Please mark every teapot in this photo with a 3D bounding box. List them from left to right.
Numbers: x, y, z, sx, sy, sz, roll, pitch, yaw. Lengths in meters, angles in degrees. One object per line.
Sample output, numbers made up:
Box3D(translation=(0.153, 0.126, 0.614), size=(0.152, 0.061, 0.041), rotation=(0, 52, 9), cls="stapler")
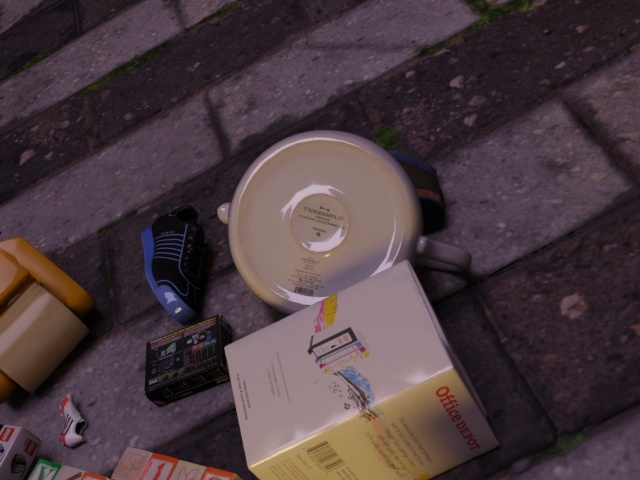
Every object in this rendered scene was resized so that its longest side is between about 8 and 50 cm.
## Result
Box3D(translation=(0.018, -0.010, 1.090), size=(0.253, 0.187, 0.256), rotation=(-33, 79, 5), cls="teapot")

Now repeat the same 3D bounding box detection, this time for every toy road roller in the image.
Box3D(translation=(-0.523, 0.101, 1.379), size=(0.329, 0.240, 0.202), rotation=(38, 72, 8), cls="toy road roller")

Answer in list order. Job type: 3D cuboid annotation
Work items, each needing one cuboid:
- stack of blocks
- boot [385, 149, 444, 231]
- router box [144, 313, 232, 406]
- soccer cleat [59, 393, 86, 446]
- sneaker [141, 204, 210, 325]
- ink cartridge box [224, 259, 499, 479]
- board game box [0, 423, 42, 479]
Box3D(translation=(-0.230, 0.341, 1.022), size=(0.297, 0.087, 0.171), rotation=(3, 53, 33), cls="stack of blocks")
Box3D(translation=(0.065, -0.076, 1.211), size=(0.219, 0.082, 0.106), rotation=(12, 38, 1), cls="boot")
Box3D(translation=(-0.181, 0.165, 1.194), size=(0.122, 0.038, 0.092), rotation=(-21, 44, 12), cls="router box")
Box3D(translation=(-0.346, 0.252, 1.222), size=(0.036, 0.029, 0.083), rotation=(-16, 47, 5), cls="soccer cleat")
Box3D(translation=(-0.209, 0.028, 1.306), size=(0.090, 0.081, 0.232), rotation=(-36, 40, 7), cls="sneaker")
Box3D(translation=(0.044, 0.171, 0.954), size=(0.233, 0.171, 0.168), rotation=(-26, 43, 6), cls="ink cartridge box")
Box3D(translation=(-0.516, 0.379, 1.133), size=(0.193, 0.053, 0.305), rotation=(0, 51, 29), cls="board game box")
